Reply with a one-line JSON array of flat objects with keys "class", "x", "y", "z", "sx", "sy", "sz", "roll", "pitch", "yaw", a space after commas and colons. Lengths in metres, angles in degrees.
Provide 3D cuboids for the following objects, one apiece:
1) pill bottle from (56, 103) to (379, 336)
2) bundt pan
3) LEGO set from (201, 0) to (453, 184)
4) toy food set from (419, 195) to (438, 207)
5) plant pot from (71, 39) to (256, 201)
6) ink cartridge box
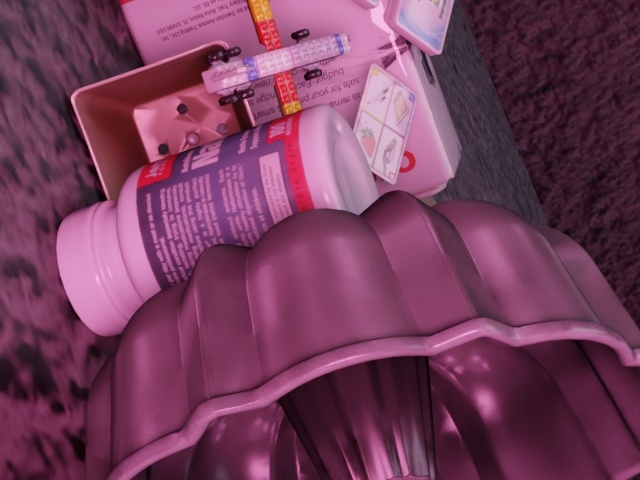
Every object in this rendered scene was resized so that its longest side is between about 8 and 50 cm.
[{"class": "pill bottle", "x": -0.061, "y": -0.005, "z": 0.780, "sx": 0.108, "sy": 0.180, "sz": 0.108, "roll": -18, "pitch": 90, "yaw": -74}, {"class": "bundt pan", "x": 0.022, "y": 0.089, "z": 0.723, "sx": 0.331, "sy": 0.331, "sz": 0.124, "roll": 49, "pitch": 21, "yaw": -55}, {"class": "LEGO set", "x": 0.018, "y": -0.133, "z": 0.872, "sx": 0.182, "sy": 0.060, "sz": 0.244, "roll": 31, "pitch": 64, "yaw": -33}, {"class": "toy food set", "x": 0.071, "y": 0.000, "z": 1.418, "sx": 0.220, "sy": 0.092, "sz": 0.306, "roll": 56, "pitch": 19, "yaw": -15}, {"class": "plant pot", "x": -0.093, "y": -0.068, "z": 0.892, "sx": 0.096, "sy": 0.109, "sz": 0.109, "roll": -72, "pitch": 143, "yaw": -82}, {"class": "ink cartridge box", "x": -0.026, "y": -0.150, "z": 1.017, "sx": 0.114, "sy": 0.197, "sz": 0.273, "roll": -55, "pitch": 126, "yaw": -70}]
